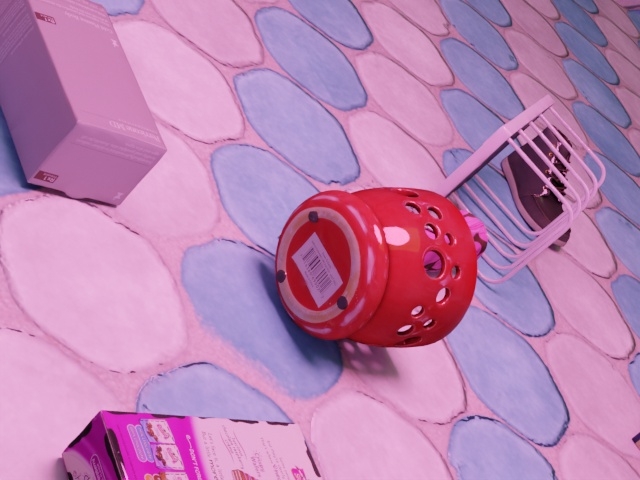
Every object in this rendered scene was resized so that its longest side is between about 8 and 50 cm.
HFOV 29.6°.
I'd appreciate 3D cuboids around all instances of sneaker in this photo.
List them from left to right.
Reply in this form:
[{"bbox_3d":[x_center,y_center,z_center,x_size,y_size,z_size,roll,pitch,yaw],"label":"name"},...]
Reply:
[{"bbox_3d":[0.394,-0.100,2.078,0.083,0.118,0.222,20,37,-38],"label":"sneaker"}]

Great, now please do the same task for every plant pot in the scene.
[{"bbox_3d":[0.059,0.028,1.397,0.174,0.191,0.191,5,47,-46],"label":"plant pot"}]

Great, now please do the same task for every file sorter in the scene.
[{"bbox_3d":[0.304,-0.078,1.859,0.173,0.193,0.278,49,28,3],"label":"file sorter"}]

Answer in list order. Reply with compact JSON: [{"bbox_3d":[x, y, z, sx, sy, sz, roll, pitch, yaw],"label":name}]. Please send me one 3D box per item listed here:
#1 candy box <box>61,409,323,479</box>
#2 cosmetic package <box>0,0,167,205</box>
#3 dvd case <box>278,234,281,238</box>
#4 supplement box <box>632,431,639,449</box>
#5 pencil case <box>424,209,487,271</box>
[{"bbox_3d":[-0.092,0.235,1.046,0.233,0.071,0.159,12,41,-44],"label":"candy box"},{"bbox_3d":[-0.273,-0.162,1.312,0.127,0.107,0.238,13,38,-48],"label":"cosmetic package"},{"bbox_3d":[0.000,0.000,1.543,0.087,0.013,0.119,43,27,-2],"label":"dvd case"},{"bbox_3d":[0.514,0.294,1.753,0.083,0.056,0.083,-18,65,-41],"label":"supplement box"},{"bbox_3d":[0.150,-0.001,1.650,0.209,0.098,0.095,-5,55,-56],"label":"pencil case"}]
